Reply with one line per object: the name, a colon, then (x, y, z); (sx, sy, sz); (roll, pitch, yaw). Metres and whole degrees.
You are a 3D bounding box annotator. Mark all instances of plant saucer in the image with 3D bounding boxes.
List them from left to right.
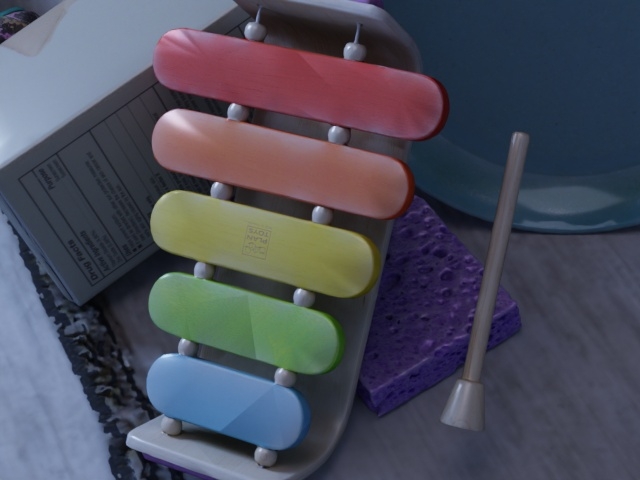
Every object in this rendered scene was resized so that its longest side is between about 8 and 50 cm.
plant saucer: (0.156, -0.150, 1.231); (0.317, 0.318, 0.044); (0, 30, 11)

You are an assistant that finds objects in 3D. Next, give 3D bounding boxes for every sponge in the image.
sponge: (0.030, 0.014, 1.286); (0.117, 0.031, 0.210); (-30, 52, -12)

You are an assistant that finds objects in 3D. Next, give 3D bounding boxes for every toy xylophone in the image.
toy xylophone: (0.000, 0.000, 1.176); (0.236, 0.081, 0.323); (6, 91, 27)

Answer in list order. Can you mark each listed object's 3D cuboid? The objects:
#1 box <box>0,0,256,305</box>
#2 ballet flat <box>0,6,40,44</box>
box: (-0.093, -0.114, 1.307); (0.311, 0.148, 0.121); (-35, 46, -9)
ballet flat: (-0.299, -0.102, 1.428); (0.221, 0.077, 0.079); (-24, 70, -9)
